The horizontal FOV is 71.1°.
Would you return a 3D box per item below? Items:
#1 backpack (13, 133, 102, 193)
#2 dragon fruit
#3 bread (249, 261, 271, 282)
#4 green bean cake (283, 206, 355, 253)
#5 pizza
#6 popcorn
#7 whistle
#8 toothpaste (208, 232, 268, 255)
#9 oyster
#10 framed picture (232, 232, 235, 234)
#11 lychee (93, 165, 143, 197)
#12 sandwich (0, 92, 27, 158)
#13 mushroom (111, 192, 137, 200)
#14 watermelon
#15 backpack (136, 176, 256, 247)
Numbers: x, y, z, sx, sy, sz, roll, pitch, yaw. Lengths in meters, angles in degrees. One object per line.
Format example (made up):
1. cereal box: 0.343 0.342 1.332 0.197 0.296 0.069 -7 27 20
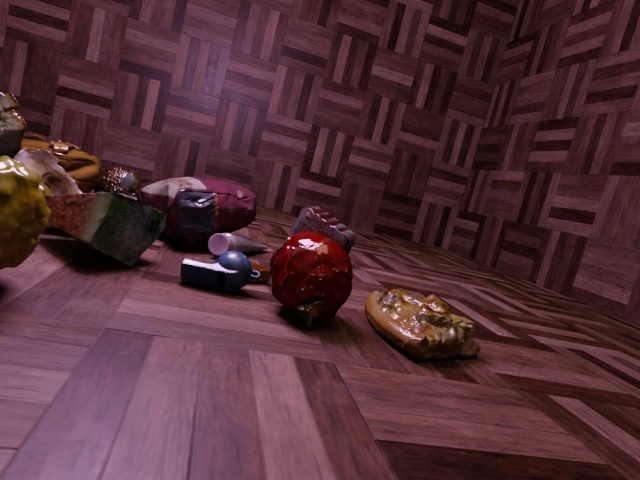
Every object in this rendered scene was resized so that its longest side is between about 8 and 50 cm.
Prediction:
1. backpack: -0.831 -0.210 1.339 0.354 0.201 0.378 13 9 4
2. dragon fruit: -0.020 0.068 0.886 0.172 0.172 0.209 11 16 -23
3. bread: -0.178 0.073 1.069 0.094 0.035 0.090 6 10 -45
4. green bean cake: 0.000 0.000 1.636 0.233 0.198 0.097 34 23 21
5. pizza: 0.213 0.165 0.941 0.223 0.089 0.323 10 8 -10
6. popcorn: -0.499 -0.019 0.587 0.206 0.251 0.237 35 -36 -20
7. whistle: -0.202 0.059 0.935 0.158 0.090 0.090 13 7 -1
8. toothpaste: -0.243 0.011 1.341 0.100 0.066 0.323 14 2 10
9. oyster: -0.625 -0.098 1.051 0.107 0.161 0.233 -23 -50 29
10. framed picture: -0.465 -0.049 1.525 0.335 0.022 0.247 10 8 -29
11. lychee: -0.715 -0.182 1.571 0.171 0.171 0.171 14 7 -2
12. sandwich: -0.769 -0.170 0.885 0.262 0.131 0.325 -11 28 50
13. mushroom: -0.593 -0.109 1.371 0.116 0.093 0.225 1 18 31
14. watermelon: -0.480 -0.039 0.955 0.257 0.139 0.193 12 -14 22
15. backpack: -0.350 -0.093 1.343 0.283 0.197 0.317 18 18 42
